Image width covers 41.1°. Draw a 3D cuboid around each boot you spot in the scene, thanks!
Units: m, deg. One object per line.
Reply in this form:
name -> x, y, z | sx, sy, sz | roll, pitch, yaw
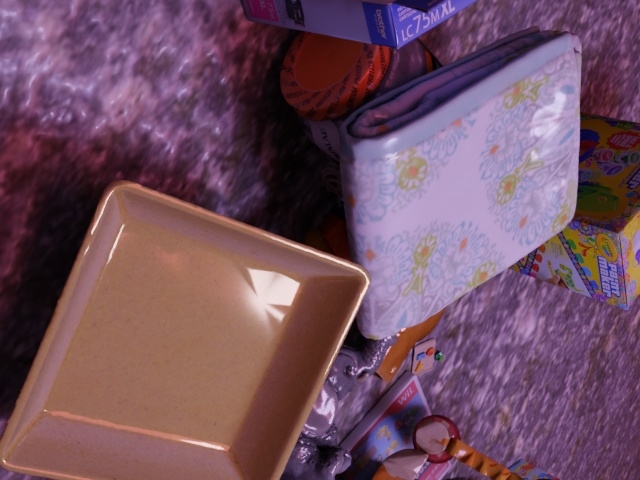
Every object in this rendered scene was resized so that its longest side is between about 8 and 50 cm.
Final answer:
boot -> 0.137, 0.110, 1.316 | 0.211, 0.104, 0.295 | -54, 163, -17

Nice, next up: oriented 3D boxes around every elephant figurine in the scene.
elephant figurine -> -0.013, 0.215, 1.236 | 0.186, 0.169, 0.239 | -18, 124, -61

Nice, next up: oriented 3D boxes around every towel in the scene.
towel -> 0.190, -0.073, 1.095 | 0.375, 0.090, 0.320 | -28, 130, -24

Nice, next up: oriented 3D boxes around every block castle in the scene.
block castle -> 0.186, 0.541, 1.406 | 0.453, 0.303, 0.213 | -59, 164, -7

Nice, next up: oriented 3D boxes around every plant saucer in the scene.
plant saucer -> -0.153, 0.124, 0.968 | 0.333, 0.081, 0.332 | 21, 97, -29

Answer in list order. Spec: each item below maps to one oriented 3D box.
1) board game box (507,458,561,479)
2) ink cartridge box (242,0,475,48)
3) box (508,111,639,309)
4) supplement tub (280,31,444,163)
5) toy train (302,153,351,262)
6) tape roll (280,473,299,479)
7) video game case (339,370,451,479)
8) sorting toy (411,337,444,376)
board game box -> 0.446, 0.652, 1.869 | 0.144, 0.142, 0.275 | -19, 118, -39
ink cartridge box -> 0.070, -0.298, 0.994 | 0.186, 0.311, 0.065 | -37, 127, -29
box -> 0.494, -0.067, 1.533 | 0.290, 0.279, 0.177 | -42, 131, -26
supplement tub -> 0.099, -0.168, 1.162 | 0.316, 0.194, 0.193 | 32, 83, -46
toy train -> 0.000, 0.000, 1.217 | 0.143, 0.105, 0.248 | -33, 109, -10
tape roll -> -0.065, 0.455, 1.334 | 0.219, 0.072, 0.219 | -20, 120, -39
video game case -> 0.139, 0.398, 1.550 | 0.204, 0.025, 0.285 | -44, 131, -24
sorting toy -> 0.197, 0.209, 1.540 | 0.083, 0.012, 0.062 | -16, 116, -40
